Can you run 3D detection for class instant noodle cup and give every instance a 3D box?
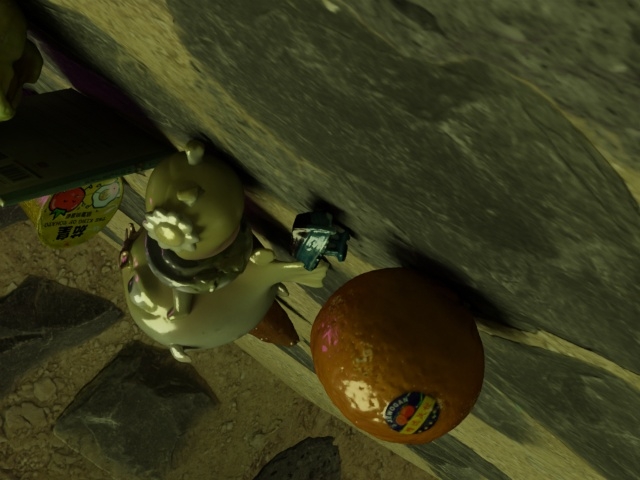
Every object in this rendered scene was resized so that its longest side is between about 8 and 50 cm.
[{"bbox_3d":[-0.467,-0.098,2.009,0.144,0.182,0.182,43,173,25],"label":"instant noodle cup"}]

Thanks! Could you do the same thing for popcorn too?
[{"bbox_3d":[-0.440,-0.203,1.250,0.255,0.194,0.256,10,-160,10],"label":"popcorn"}]

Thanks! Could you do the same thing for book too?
[{"bbox_3d":[-0.340,-0.120,1.367,0.215,0.025,0.283,31,-150,28],"label":"book"}]

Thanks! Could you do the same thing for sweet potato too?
[{"bbox_3d":[-0.139,0.115,2.054,0.252,0.097,0.097,42,169,-17],"label":"sweet potato"}]

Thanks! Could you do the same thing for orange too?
[{"bbox_3d":[0.078,0.112,1.099,0.178,0.155,0.177,24,-152,-13],"label":"orange"}]

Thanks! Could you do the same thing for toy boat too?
[{"bbox_3d":[0.000,0.000,1.179,0.061,0.060,0.137,11,167,2],"label":"toy boat"}]

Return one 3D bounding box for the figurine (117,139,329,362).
[{"bbox_3d":[-0.125,0.003,1.393,0.275,0.226,0.394,5,154,2],"label":"figurine"}]
